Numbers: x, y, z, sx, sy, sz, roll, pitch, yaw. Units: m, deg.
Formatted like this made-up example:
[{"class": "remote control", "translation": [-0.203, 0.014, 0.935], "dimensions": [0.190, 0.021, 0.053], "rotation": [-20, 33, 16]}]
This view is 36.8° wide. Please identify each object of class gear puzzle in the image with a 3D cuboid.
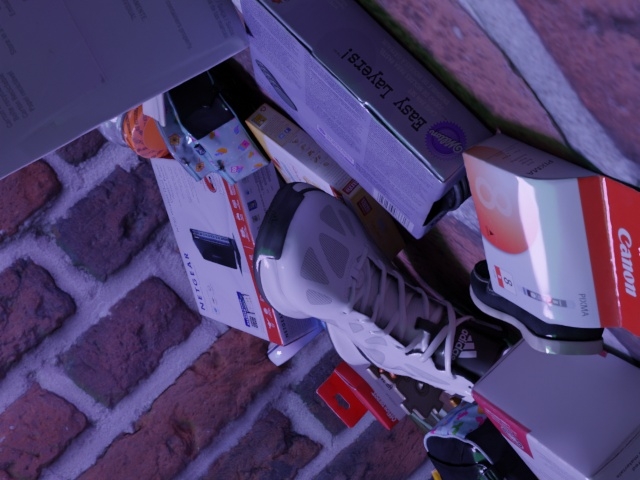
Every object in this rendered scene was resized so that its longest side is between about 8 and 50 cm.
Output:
[{"class": "gear puzzle", "translation": [0.161, 0.182, 1.526], "dimensions": [0.339, 0.175, 0.044], "rotation": [48, 140, -11]}]

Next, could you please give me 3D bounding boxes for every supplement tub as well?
[{"class": "supplement tub", "translation": [-0.368, -0.299, 1.742], "dimensions": [0.316, 0.193, 0.193], "rotation": [42, 171, 25]}]

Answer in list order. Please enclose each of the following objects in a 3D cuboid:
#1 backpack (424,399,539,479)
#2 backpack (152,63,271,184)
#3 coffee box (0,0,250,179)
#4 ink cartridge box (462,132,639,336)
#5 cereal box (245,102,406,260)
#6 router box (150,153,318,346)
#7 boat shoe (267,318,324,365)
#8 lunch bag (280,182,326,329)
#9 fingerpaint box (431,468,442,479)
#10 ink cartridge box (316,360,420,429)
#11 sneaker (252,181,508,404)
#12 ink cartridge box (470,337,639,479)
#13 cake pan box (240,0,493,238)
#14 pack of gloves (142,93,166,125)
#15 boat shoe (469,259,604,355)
[{"class": "backpack", "translation": [0.277, 0.324, 1.416], "dimensions": [0.225, 0.191, 0.253], "rotation": [50, 157, -1]}, {"class": "backpack", "translation": [-0.163, -0.171, 1.450], "dimensions": [0.188, 0.144, 0.166], "rotation": [41, -166, -52]}, {"class": "coffee box", "translation": [-0.334, -0.278, 0.910], "dimensions": [0.334, 0.338, 0.337], "rotation": [34, 153, 57]}, {"class": "ink cartridge box", "translation": [0.187, 0.010, 0.735], "dimensions": [0.179, 0.045, 0.145], "rotation": [40, 153, 55]}, {"class": "cereal box", "translation": [0.008, -0.081, 1.366], "dimensions": [0.240, 0.047, 0.173], "rotation": [41, 170, 38]}, {"class": "router box", "translation": [-0.158, -0.001, 1.727], "dimensions": [0.301, 0.082, 0.335], "rotation": [11, 122, 54]}, {"class": "boat shoe", "translation": [-0.053, 0.114, 1.981], "dimensions": [0.156, 0.136, 0.367], "rotation": [48, -150, -5]}, {"class": "lunch bag", "translation": [-0.001, 0.033, 1.784], "dimensions": [0.293, 0.138, 0.221], "rotation": [54, 177, 16]}, {"class": "fingerpaint box", "translation": [0.374, 0.596, 1.664], "dimensions": [0.371, 0.163, 0.445], "rotation": [61, 178, 37]}, {"class": "ink cartridge box", "translation": [0.121, 0.231, 1.675], "dimensions": [0.134, 0.231, 0.078], "rotation": [52, 171, -35]}, {"class": "sneaker", "translation": [0.106, 0.073, 1.224], "dimensions": [0.258, 0.169, 0.447], "rotation": [15, 163, 29]}, {"class": "ink cartridge box", "translation": [0.332, 0.254, 1.031], "dimensions": [0.306, 0.131, 0.226], "rotation": [49, 172, -26]}, {"class": "cake pan box", "translation": [0.038, -0.126, 0.909], "dimensions": [0.267, 0.070, 0.246], "rotation": [45, 174, 10]}, {"class": "pack of gloves", "translation": [-0.281, -0.295, 1.376], "dimensions": [0.195, 0.046, 0.232], "rotation": [36, 132, 54]}, {"class": "boat shoe", "translation": [0.205, 0.043, 0.920], "dimensions": [0.233, 0.084, 0.079], "rotation": [-136, 43, -76]}]
